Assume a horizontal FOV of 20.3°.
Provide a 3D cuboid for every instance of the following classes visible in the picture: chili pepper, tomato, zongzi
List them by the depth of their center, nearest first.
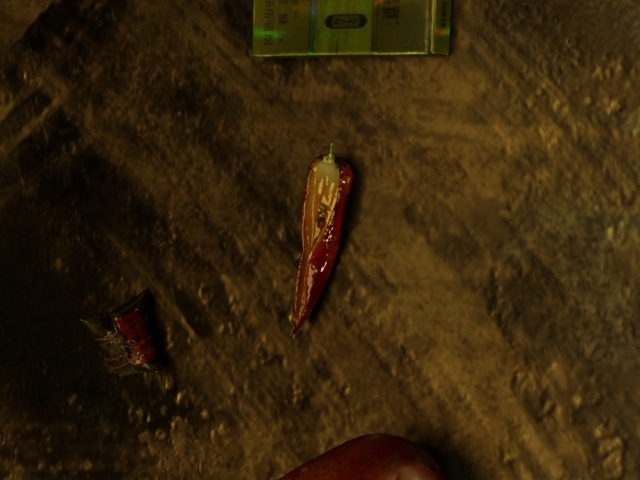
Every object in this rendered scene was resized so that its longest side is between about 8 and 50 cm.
[{"bbox_3d":[0.030,0.252,1.455,0.151,0.187,0.187,-18,79,60],"label":"tomato"},{"bbox_3d":[0.000,0.000,1.558,0.045,0.027,0.178,18,101,39],"label":"chili pepper"},{"bbox_3d":[-0.193,0.088,1.677,0.067,0.073,0.083,-7,85,55],"label":"zongzi"}]

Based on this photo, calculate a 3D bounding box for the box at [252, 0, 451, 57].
[{"bbox_3d":[0.026,-0.218,1.534,0.193,0.030,0.121,3,93,37],"label":"box"}]
